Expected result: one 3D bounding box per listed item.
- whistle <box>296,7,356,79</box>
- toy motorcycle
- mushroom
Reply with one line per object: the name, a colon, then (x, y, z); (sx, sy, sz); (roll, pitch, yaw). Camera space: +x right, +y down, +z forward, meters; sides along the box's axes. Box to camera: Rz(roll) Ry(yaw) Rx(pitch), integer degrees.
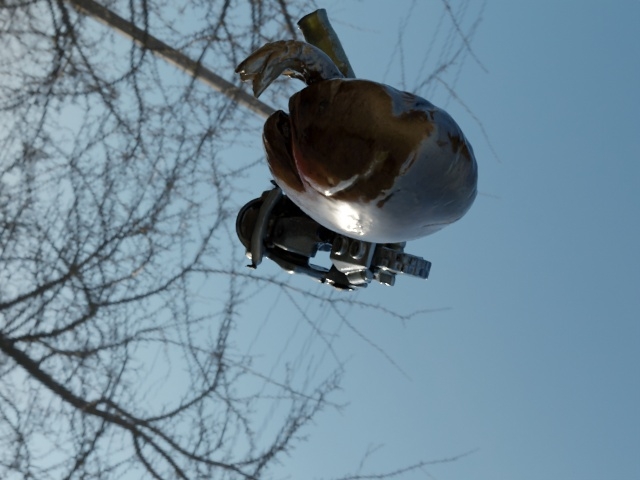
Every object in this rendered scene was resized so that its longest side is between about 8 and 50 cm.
whistle: (0.052, -0.213, 1.232); (0.057, 0.068, 0.327); (-24, -88, 28)
toy motorcycle: (0.000, 0.000, 0.880); (0.270, 0.159, 0.106); (14, -92, 59)
mushroom: (0.018, -0.055, 0.474); (0.135, 0.170, 0.080); (-28, -152, 53)
